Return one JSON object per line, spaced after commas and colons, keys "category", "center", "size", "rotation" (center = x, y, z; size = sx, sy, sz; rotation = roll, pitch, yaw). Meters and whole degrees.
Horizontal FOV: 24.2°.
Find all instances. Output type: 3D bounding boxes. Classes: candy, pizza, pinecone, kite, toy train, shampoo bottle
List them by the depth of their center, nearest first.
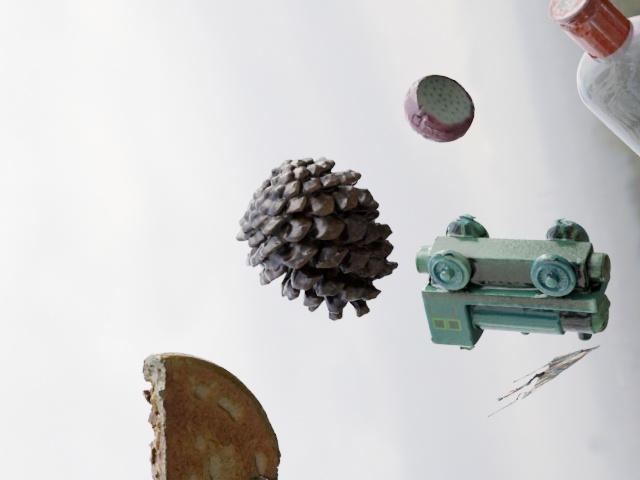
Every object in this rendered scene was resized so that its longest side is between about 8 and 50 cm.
{"category": "shampoo bottle", "center": [0.263, -0.129, 1.191], "size": [0.221, 0.108, 0.051], "rotation": [35, -143, -33]}
{"category": "pinecone", "center": [0.001, -0.006, 1.870], "size": [0.204, 0.184, 0.179], "rotation": [35, 171, -19]}
{"category": "kite", "center": [0.292, 0.169, 1.927], "size": [0.010, 0.160, 0.183], "rotation": [58, -157, 1]}
{"category": "candy", "center": [0.166, -0.185, 2.089], "size": [0.043, 0.103, 0.103], "rotation": [124, 147, -51]}
{"category": "pizza", "center": [-0.178, 0.290, 2.105], "size": [0.289, 0.081, 0.228], "rotation": [43, -117, -37]}
{"category": "toy train", "center": [0.293, 0.071, 2.253], "size": [0.120, 0.298, 0.194], "rotation": [-56, -40, -47]}
